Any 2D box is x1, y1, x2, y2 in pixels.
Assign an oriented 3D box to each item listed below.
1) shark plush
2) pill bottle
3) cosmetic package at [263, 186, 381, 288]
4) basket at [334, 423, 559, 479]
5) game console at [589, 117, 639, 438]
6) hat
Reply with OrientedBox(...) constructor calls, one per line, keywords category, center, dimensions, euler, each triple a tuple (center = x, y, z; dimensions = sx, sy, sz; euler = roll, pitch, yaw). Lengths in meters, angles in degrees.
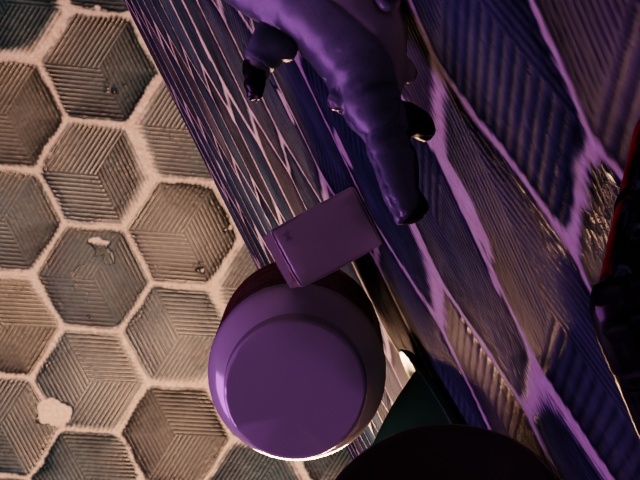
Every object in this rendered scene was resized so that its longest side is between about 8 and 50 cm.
OrientedBox(category="shark plush", center=(-0.003, -0.073, 0.684), dimensions=(0.161, 0.067, 0.073), euler=(62, 175, 8))
OrientedBox(category="pill bottle", center=(-0.016, 0.083, 1.271), dimensions=(0.121, 0.121, 0.216), euler=(63, -177, -5))
OrientedBox(category="cosmetic package", center=(0.000, 0.000, 1.153), dimensions=(0.041, 0.060, 0.115), euler=(62, 177, 0))
OrientedBox(category="basket", center=(0.075, 0.207, 0.955), dimensions=(0.227, 0.154, 0.204), euler=(75, 180, -54))
OrientedBox(category="game console", center=(0.118, 0.050, 0.368), dimensions=(0.144, 0.085, 0.124), euler=(65, -154, -24))
OrientedBox(category="hat", center=(0.027, 0.203, 1.221), dimensions=(0.208, 0.183, 0.173), euler=(61, 176, 26))
